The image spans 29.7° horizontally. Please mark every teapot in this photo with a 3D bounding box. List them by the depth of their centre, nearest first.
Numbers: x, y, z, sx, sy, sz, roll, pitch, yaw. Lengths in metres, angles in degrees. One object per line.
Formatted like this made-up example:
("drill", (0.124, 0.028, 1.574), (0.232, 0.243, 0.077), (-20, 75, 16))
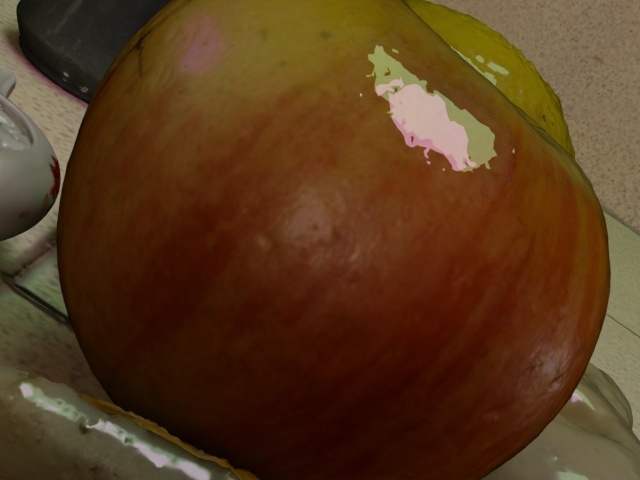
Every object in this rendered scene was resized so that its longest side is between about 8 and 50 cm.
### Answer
("teapot", (-0.222, -0.056, 0.707), (0.145, 0.092, 0.226), (34, 14, -13))
("teapot", (-0.153, -0.238, 1.134), (0.203, 0.225, 0.171), (26, 19, -29))

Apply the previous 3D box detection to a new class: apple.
("apple", (0.000, 0.000, 0.608), (0.286, 0.233, 0.286), (41, 13, -11))

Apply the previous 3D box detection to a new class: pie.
("pie", (-0.064, 0.117, 0.498), (0.282, 0.068, 0.128), (28, -24, 2))

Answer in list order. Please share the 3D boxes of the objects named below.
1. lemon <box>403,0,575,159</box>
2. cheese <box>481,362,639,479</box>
("lemon", (0.081, -0.069, 1.052), (0.322, 0.268, 0.268), (26, 18, -26))
("cheese", (0.060, 0.086, 0.801), (0.328, 0.129, 0.351), (37, 14, 4))
